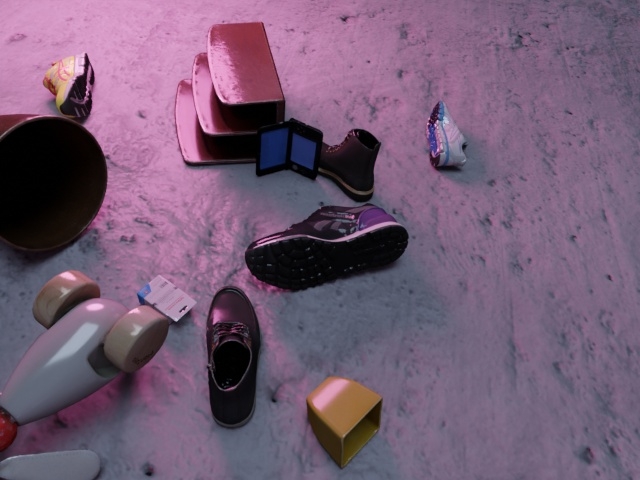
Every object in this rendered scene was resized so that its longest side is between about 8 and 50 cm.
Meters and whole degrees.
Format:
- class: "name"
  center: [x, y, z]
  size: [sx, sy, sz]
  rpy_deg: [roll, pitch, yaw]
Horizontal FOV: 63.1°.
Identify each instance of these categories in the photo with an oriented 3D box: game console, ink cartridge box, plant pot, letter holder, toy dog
- class: "game console"
  center: [-0.061, -0.166, 1.007]
  size: [0.107, 0.122, 0.071]
  rpy_deg: [26, 51, 13]
- class: "ink cartridge box"
  center: [-0.238, 0.096, 0.813]
  size: [0.083, 0.028, 0.048]
  rpy_deg: [31, 52, 18]
- class: "plant pot"
  center: [0.026, 0.234, 0.704]
  size: [0.083, 0.082, 0.081]
  rpy_deg: [32, 51, 32]
- class: "plant pot"
  center: [-0.518, -0.119, 0.860]
  size: [0.230, 0.215, 0.215]
  rpy_deg: [19, 48, 26]
- class: "letter holder"
  center: [-0.205, -0.315, 1.098]
  size: [0.214, 0.152, 0.302]
  rpy_deg: [-6, 50, -11]
- class: "toy dog"
  center: [-0.338, 0.197, 0.661]
  size: [0.333, 0.161, 0.220]
  rpy_deg: [-35, 64, -15]

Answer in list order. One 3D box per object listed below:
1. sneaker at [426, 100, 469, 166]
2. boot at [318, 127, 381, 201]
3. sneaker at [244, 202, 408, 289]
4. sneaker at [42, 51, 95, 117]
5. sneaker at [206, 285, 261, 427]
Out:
- class: "sneaker"
  center: [0.287, -0.233, 1.165]
  size: [0.082, 0.071, 0.191]
  rpy_deg: [10, 57, -9]
- class: "boot"
  center: [0.040, -0.186, 1.031]
  size: [0.198, 0.137, 0.077]
  rpy_deg: [37, 53, 22]
- class: "sneaker"
  center: [0.000, 0.000, 0.906]
  size: [0.283, 0.107, 0.124]
  rpy_deg: [-8, 36, -20]
- class: "sneaker"
  center: [-0.542, -0.324, 1.108]
  size: [0.094, 0.082, 0.209]
  rpy_deg: [-8, 44, -7]
- class: "sneaker"
  center: [-0.121, 0.135, 0.738]
  size: [0.083, 0.118, 0.222]
  rpy_deg: [-3, 50, -11]
